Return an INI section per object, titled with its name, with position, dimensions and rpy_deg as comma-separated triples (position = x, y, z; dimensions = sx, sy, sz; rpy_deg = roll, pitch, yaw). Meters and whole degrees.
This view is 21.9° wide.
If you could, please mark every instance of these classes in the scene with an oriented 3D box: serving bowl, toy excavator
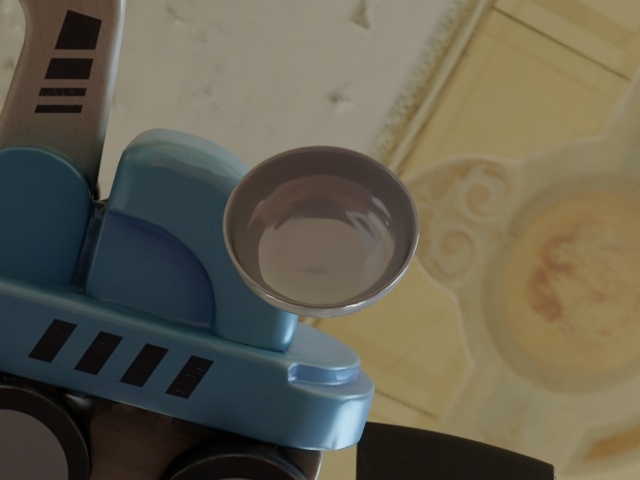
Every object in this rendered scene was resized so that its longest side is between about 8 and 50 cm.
[serving bowl]
position = 0.000, 0.000, 0.708
dimensions = 0.083, 0.083, 0.027
rpy_deg = -14, -32, -10
[toy excavator]
position = -0.150, -0.039, 1.048
dimensions = 0.432, 0.222, 0.445
rpy_deg = 16, -86, -5

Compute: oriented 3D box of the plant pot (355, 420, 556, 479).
[plant pot]
position = 0.119, 0.273, 1.395
dimensions = 0.167, 0.188, 0.187
rpy_deg = -3, -39, 5
